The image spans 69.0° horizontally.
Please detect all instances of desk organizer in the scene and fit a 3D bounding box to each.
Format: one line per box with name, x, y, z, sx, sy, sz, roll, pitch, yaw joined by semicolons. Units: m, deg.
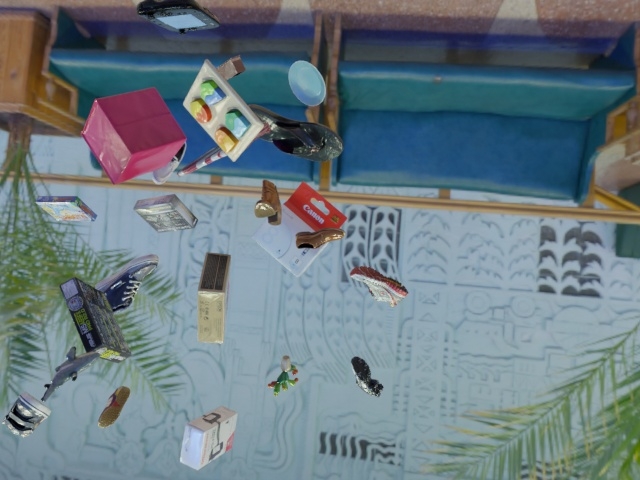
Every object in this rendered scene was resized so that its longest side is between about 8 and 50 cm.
desk organizer;-0.312;-0.567;1.566;0.130;0.050;0.047;-11;-159;44

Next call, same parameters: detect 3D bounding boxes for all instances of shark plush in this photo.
shark plush;-0.645;0.337;1.190;0.067;0.073;0.161;11;-153;22

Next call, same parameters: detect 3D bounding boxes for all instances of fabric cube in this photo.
fabric cube;-0.751;-0.420;1.871;0.258;0.259;0.254;-33;-178;-43

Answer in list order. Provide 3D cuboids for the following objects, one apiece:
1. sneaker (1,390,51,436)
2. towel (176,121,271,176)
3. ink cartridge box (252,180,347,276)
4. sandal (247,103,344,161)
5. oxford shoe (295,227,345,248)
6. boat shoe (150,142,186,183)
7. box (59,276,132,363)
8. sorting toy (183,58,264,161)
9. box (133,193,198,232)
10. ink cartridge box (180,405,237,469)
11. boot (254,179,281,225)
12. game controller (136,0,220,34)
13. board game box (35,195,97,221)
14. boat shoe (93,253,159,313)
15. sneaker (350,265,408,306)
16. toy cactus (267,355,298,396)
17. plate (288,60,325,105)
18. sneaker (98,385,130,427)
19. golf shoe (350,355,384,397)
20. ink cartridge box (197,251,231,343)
sneaker;-1.095;0.655;1.734;0.126;0.127;0.321;40;144;-5
towel;-0.359;-0.333;1.736;0.328;0.037;0.237;-15;-156;35
ink cartridge box;-0.102;-0.060;2.312;0.308;0.385;0.091;40;-176;7
sandal;-0.128;-0.412;1.891;0.444;0.107;0.168;18;135;3
oxford shoe;0.000;0.000;1.912;0.212;0.076;0.076;-11;139;13
boat shoe;-0.721;-0.383;2.222;0.084;0.258;0.095;-18;137;44
box;-0.763;0.276;1.589;0.060;0.270;0.216;-30;160;-9
sorting toy;-0.243;-0.300;1.120;0.193;0.038;0.208;48;147;-8
box;-0.704;-0.119;2.122;0.230;0.056;0.183;-6;139;26
ink cartridge box;-0.471;0.835;1.985;0.100;0.172;0.237;12;-175;25
boot;-0.192;-0.151;1.666;0.072;0.153;0.197;-9;162;8
game controller;-0.402;-0.650;1.353;0.166;0.067;0.319;4;-164;1
board game box;-1.063;-0.133;1.953;0.201;0.035;0.136;1;148;17
boat shoe;-0.859;0.208;2.112;0.340;0.158;0.127;-31;157;10
sneaker;0.197;0.165;1.619;0.225;0.093;0.088;28;-163;-17
toy cactus;-0.172;0.625;2.203;0.112;0.181;0.219;15;-158;28
plate;-0.051;-0.639;1.891;0.188;0.188;0.024;0;-143;45
sneaker;-0.898;0.721;2.017;0.069;0.186;0.083;45;143;-22
golf shoe;0.165;0.551;1.869;0.093;0.198;0.077;-18;-161;49
ink cartridge box;-0.349;0.188;1.533;0.088;0.235;0.193;5;-143;-7
